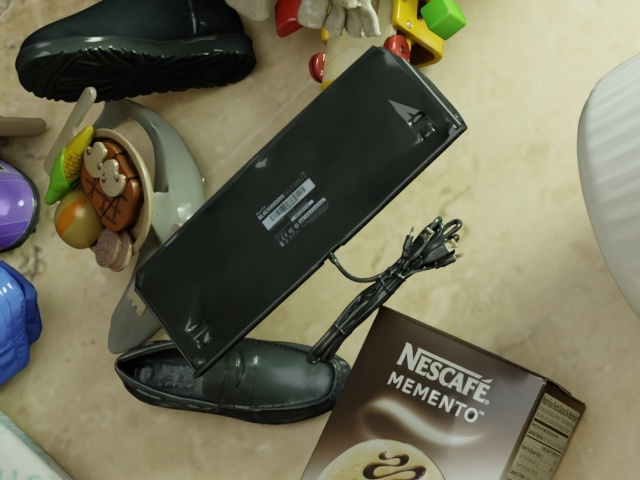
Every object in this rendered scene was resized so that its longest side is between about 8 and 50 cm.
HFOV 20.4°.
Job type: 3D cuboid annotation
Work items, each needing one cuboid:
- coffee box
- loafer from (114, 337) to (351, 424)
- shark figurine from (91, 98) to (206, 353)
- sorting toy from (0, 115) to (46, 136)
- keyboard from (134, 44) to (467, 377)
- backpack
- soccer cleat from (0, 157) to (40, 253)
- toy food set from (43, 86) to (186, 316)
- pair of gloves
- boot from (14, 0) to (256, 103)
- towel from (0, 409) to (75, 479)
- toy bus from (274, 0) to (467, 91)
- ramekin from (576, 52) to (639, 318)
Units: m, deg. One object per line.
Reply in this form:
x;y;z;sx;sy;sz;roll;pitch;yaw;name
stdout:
0.076;0.227;1.487;0.168;0.119;0.297;23;86;29;coffee box
-0.082;0.125;1.608;0.223;0.078;0.076;0;76;24;loafer
-0.158;-0.049;1.674;0.166;0.116;0.278;-17;71;18;shark figurine
-0.408;-0.126;1.764;0.208;0.193;0.038;16;100;28;sorting toy
0.000;0.000;1.503;0.317;0.033;0.201;-43;63;11;keyboard
-0.324;0.065;1.703;0.098;0.120;0.101;32;58;25;backpack
-0.425;-0.068;1.792;0.318;0.116;0.108;22;87;27;soccer cleat
-0.201;-0.036;1.620;0.192;0.038;0.132;54;132;25;toy food set
-0.026;-0.287;1.567;0.240;0.042;0.204;25;127;53;pair of gloves
-0.194;-0.243;1.694;0.094;0.246;0.207;-50;53;53;boot
-0.379;0.308;1.689;0.374;0.090;0.320;38;90;28;towel
0.064;-0.191;1.613;0.202;0.104;0.191;-50;46;14;toy bus
0.306;-0.036;1.386;0.127;0.273;0.272;-21;68;31;ramekin
